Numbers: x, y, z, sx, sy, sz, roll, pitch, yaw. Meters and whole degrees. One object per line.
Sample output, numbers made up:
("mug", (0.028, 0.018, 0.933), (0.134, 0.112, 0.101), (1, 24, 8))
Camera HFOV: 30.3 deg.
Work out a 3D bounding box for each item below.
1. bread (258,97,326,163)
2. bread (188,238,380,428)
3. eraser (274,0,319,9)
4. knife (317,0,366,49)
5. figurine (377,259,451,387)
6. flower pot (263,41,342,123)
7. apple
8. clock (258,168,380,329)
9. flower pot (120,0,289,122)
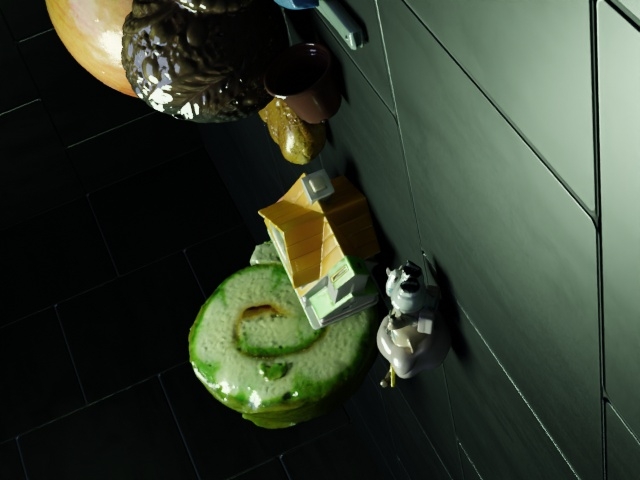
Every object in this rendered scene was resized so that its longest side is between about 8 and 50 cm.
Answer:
("bread", (-0.080, -0.277, 2.102), (0.344, 0.084, 0.124), (62, 149, 33))
("bread", (-0.070, 0.159, 2.259), (0.129, 0.366, 0.381), (77, -176, -60))
("eraser", (-0.073, -0.463, 1.568), (0.144, 0.043, 0.311), (-132, 24, -69))
("knife", (0.021, -0.297, 1.568), (0.162, 0.023, 0.044), (-122, 16, -49))
("figurine", (0.138, 0.125, 1.739), (0.229, 0.112, 0.137), (84, -171, -46))
("flower pot", (-0.017, -0.231, 1.780), (0.089, 0.111, 0.111), (54, -176, -47))
("apple", (-0.323, -0.454, 2.112), (0.364, 0.364, 0.363), (157, 90, -82))
("clock", (0.001, 0.000, 2.057), (0.309, 0.166, 0.235), (100, 146, -73))
("flower pot", (-0.168, -0.360, 1.799), (0.267, 0.267, 0.266), (104, 146, -46))
